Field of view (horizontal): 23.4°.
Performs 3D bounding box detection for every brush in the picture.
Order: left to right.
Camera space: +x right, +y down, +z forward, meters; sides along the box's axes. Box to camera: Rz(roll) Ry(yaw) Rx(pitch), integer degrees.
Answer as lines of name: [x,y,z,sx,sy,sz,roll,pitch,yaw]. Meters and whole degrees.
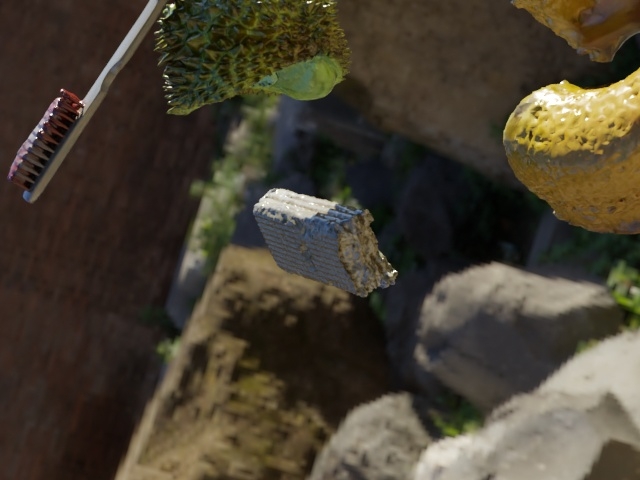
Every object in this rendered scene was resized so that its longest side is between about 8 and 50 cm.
brush: [-0.270,-0.189,1.829,0.321,0.050,0.060,-55,14,1]

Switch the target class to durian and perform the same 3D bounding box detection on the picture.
durian: [-0.089,-0.242,1.875,0.200,0.236,0.177,107,142,-69]

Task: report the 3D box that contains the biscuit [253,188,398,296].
biscuit: [0.000,0.000,1.956,0.062,0.108,0.239,-34,24,-23]

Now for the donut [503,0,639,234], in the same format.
donut: [0.379,-0.243,1.823,0.377,0.163,0.435,-26,52,35]
